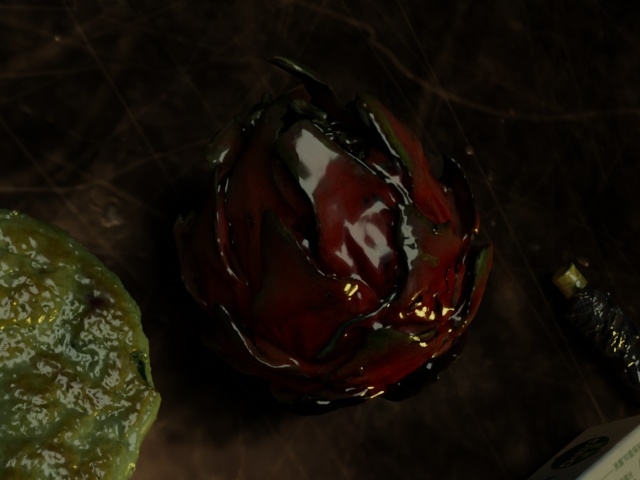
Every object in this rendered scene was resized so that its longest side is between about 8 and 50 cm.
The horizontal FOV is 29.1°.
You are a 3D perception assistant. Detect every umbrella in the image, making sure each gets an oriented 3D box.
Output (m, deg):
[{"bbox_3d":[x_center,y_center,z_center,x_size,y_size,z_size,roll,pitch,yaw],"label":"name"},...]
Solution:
[{"bbox_3d":[0.221,0.077,0.909,0.037,0.040,0.144,-43,98,-28],"label":"umbrella"}]

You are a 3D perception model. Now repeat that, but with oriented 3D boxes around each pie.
[{"bbox_3d":[-0.171,0.071,0.644,0.187,0.041,0.187,12,66,-30],"label":"pie"}]

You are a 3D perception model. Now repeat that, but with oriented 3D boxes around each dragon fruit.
[{"bbox_3d":[0.006,0.007,0.709,0.188,0.182,0.182,35,56,-6],"label":"dragon fruit"}]

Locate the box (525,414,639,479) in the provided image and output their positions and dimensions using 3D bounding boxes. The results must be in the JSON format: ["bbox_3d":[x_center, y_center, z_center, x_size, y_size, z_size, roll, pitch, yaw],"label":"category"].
[{"bbox_3d":[0.177,0.220,0.804,0.194,0.073,0.139,-28,90,-37],"label":"box"}]
